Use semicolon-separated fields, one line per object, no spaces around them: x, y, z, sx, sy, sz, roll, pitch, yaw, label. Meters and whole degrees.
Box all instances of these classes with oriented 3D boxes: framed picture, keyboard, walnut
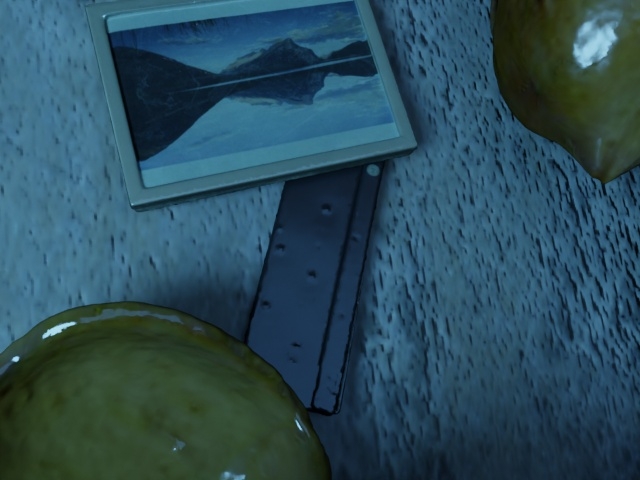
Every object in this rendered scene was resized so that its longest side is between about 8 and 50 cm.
-0.046;-0.111;0.440;0.203;0.015;0.150;-13;78;-14;framed picture
0.000;0.000;0.442;0.072;0.023;0.231;14;74;-7;keyboard
0.226;-0.182;0.463;0.203;0.203;0.298;22;76;-12;walnut

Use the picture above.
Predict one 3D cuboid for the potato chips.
-0.096;0.128;0.357;0.208;0.062;0.196;7;93;-17;potato chips
